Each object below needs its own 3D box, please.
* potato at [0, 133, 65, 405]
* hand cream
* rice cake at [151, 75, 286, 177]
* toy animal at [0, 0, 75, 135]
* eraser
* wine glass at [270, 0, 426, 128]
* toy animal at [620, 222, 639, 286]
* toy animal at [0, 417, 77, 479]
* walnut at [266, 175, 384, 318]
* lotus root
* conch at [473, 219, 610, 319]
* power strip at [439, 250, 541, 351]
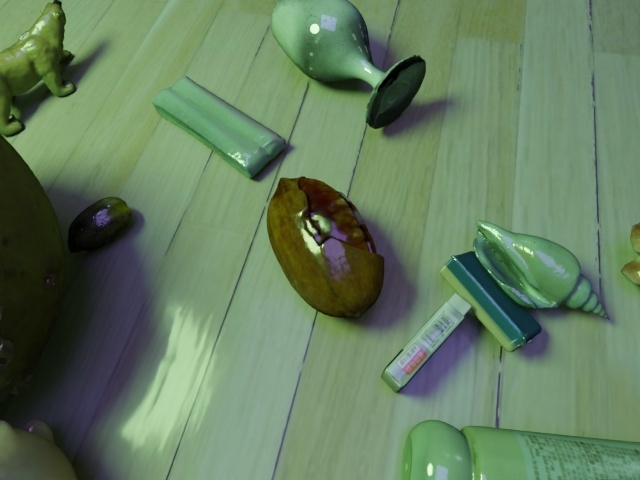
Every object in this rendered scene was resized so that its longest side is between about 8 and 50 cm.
[{"bbox_3d":[-0.472,0.075,0.413,0.442,0.319,0.385,-35,26,-4],"label":"potato"},{"bbox_3d":[0.230,0.236,0.381,0.305,0.093,0.147,9,59,6],"label":"hand cream"},{"bbox_3d":[-0.159,-0.180,0.641,0.221,0.042,0.080,36,72,20],"label":"rice cake"},{"bbox_3d":[-0.476,-0.285,0.681,0.103,0.101,0.219,36,71,21],"label":"toy animal"},{"bbox_3d":[0.117,0.114,0.470,0.122,0.052,0.029,-42,70,-17],"label":"eraser"},{"bbox_3d":[0.035,-0.284,0.635,0.126,0.126,0.241,-37,70,-14],"label":"wine glass"},{"bbox_3d":[0.430,0.024,0.423,0.104,0.184,0.185,-26,64,-17],"label":"toy animal"},{"bbox_3d":[-0.362,0.315,0.297,0.246,0.277,0.345,-9,66,14],"label":"toy animal"},{"bbox_3d":[0.000,0.000,0.504,0.115,0.116,0.207,-28,64,-10],"label":"walnut"},{"bbox_3d":[-0.302,-0.020,0.567,0.099,0.049,0.054,-42,70,-9],"label":"lotus root"},{"bbox_3d":[0.251,0.043,0.491,0.180,0.065,0.088,35,80,13],"label":"conch"},{"bbox_3d":[0.196,0.069,0.485,0.056,0.032,0.123,-9,55,-45],"label":"power strip"}]
